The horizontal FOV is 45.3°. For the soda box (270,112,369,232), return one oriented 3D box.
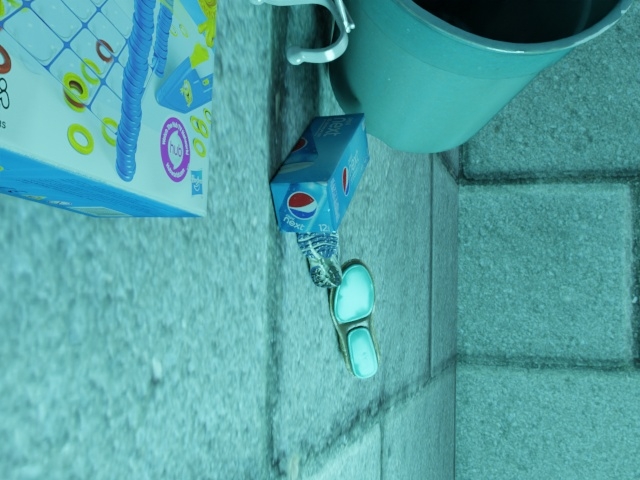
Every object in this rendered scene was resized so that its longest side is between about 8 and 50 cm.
[{"bbox_3d":[0.005,-0.088,0.949,0.210,0.071,0.067,-64,149,-57],"label":"soda box"}]

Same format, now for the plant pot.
[{"bbox_3d":[0.161,-0.291,0.968,0.334,0.341,0.341,117,-18,-67],"label":"plant pot"}]

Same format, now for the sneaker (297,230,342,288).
[{"bbox_3d":[0.000,0.000,0.993,0.135,0.052,0.058,84,6,-46],"label":"sneaker"}]

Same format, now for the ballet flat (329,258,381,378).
[{"bbox_3d":[0.047,0.109,1.141,0.067,0.073,0.206,-118,-160,-62],"label":"ballet flat"}]

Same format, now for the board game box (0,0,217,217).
[{"bbox_3d":[-0.150,-0.180,0.383,0.308,0.086,0.301,21,70,-73],"label":"board game box"}]

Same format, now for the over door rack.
[{"bbox_3d":[-0.052,-0.355,0.720,0.239,0.108,0.324,68,13,-56],"label":"over door rack"}]
